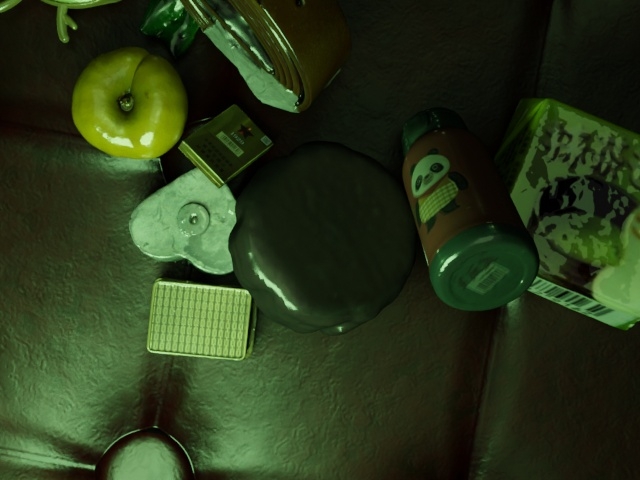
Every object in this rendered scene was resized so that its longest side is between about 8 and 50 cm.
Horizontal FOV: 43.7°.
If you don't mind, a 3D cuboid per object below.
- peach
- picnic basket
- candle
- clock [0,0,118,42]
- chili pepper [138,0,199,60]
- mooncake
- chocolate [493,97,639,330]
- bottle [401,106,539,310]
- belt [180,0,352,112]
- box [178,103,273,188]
[{"bbox_3d":[-0.288,-0.210,1.224,0.179,0.103,0.179,0,84,-3],"label":"peach"},{"bbox_3d":[-0.181,0.120,1.221,0.164,0.079,0.115,6,86,-2],"label":"picnic basket"},{"bbox_3d":[-0.190,-0.035,1.236,0.192,0.068,0.169,14,85,-5],"label":"candle"},{"bbox_3d":[-0.387,-0.472,1.238,0.235,0.096,0.308,24,87,-1],"label":"clock"},{"bbox_3d":[-0.212,-0.397,1.258,0.098,0.061,0.224,19,83,-15],"label":"chili pepper"},{"bbox_3d":[0.000,0.000,1.185,0.283,0.141,0.283,6,74,-22],"label":"mooncake"},{"bbox_3d":[0.403,-0.047,1.225,0.300,0.137,0.289,23,86,0],"label":"chocolate"},{"bbox_3d":[0.194,-0.063,1.145,0.143,0.144,0.336,-5,42,-6],"label":"bottle"},{"bbox_3d":[-0.099,-0.349,1.171,0.122,0.217,0.339,-47,106,-20],"label":"belt"},{"bbox_3d":[-0.144,-0.146,1.229,0.090,0.023,0.133,46,49,-2],"label":"box"}]
